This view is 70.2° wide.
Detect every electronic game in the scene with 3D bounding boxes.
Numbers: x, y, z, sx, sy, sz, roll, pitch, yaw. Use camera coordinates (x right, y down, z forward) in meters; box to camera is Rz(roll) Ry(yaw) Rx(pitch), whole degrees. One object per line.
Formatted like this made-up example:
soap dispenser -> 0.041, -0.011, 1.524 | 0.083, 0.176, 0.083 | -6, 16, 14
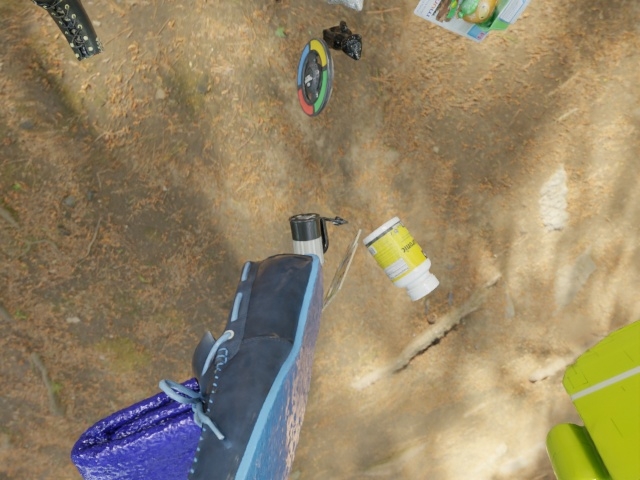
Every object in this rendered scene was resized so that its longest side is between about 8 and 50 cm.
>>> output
electronic game -> -0.020, -0.497, 1.394 | 0.048, 0.229, 0.229 | -5, 127, -26

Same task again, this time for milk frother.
milk frother -> 0.000, 0.000, 1.192 | 0.129, 0.143, 0.135 | -19, 111, -34

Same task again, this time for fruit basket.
fruit basket -> 0.478, -0.749, 1.307 | 0.353, 0.165, 0.327 | -6, 142, -43

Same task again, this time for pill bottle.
pill bottle -> 0.120, 0.028, 0.670 | 0.065, 0.065, 0.116 | -37, 86, 14

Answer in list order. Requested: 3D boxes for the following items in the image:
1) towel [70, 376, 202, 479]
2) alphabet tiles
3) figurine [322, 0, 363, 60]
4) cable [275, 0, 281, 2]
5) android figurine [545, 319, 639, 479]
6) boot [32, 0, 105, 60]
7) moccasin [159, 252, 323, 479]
towel -> -0.170, 0.323, 0.626 | 0.227, 0.076, 0.308 | -22, 129, -21
alphabet tiles -> 0.064, 0.084, 1.346 | 0.009, 0.237, 0.198 | 25, 147, -2
figurine -> 0.076, -0.656, 1.338 | 0.092, 0.209, 0.215 | -12, 127, -13
cable -> -0.128, -0.793, 1.317 | 0.047, 0.150, 0.184 | -6, 115, 10
android figurine -> 0.291, 0.125, 0.344 | 0.248, 0.273, 0.056 | -33, 90, 17
boot -> -0.588, -0.515, 1.056 | 0.085, 0.236, 0.179 | -21, 116, -1
moccasin -> -0.074, 0.141, 0.464 | 0.116, 0.342, 0.138 | 3, 120, 9
